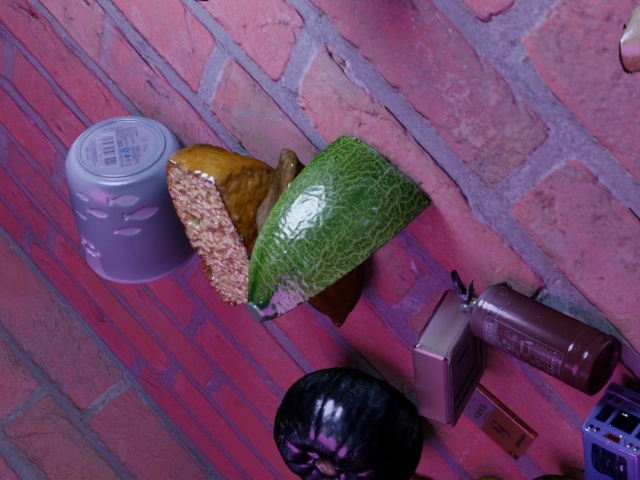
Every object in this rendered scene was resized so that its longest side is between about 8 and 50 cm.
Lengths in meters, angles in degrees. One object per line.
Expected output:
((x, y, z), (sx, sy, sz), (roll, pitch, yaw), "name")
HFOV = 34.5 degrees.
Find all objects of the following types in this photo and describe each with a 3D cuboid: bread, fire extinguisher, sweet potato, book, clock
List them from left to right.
((-0.140, -0.047, 1.919), (0.194, 0.179, 0.340), (12, 132, 47), "bread")
((-0.005, 0.012, 1.829), (0.157, 0.158, 0.370), (16, 147, 47), "sweet potato")
((0.217, 0.195, 1.716), (0.071, 0.147, 0.192), (17, 139, 25), "clock")
((0.309, 0.321, 1.880), (0.172, 0.012, 0.118), (41, 152, 17), "book")
((0.310, 0.129, 1.553), (0.269, 0.105, 0.105), (28, 145, 36), "fire extinguisher")

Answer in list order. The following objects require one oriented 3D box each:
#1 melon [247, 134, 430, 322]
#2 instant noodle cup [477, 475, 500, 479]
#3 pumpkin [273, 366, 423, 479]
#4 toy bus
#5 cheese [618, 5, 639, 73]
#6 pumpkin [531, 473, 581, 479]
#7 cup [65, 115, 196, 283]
((0.000, 0.000, 1.641), (0.196, 0.323, 0.124), (41, 171, 23), "melon")
((0.320, 0.555, 2.008), (0.182, 0.144, 0.182), (36, 149, 27), "instant noodle cup")
((0.060, 0.386, 2.100), (0.315, 0.238, 0.315), (19, 142, 16), "pumpkin")
((0.471, 0.360, 1.558), (0.125, 0.133, 0.292), (24, 142, 39), "toy bus")
((0.355, -0.220, 1.121), (0.060, 0.041, 0.084), (2, 118, 38), "cheese")
((0.452, 0.564, 1.723), (0.325, 0.242, 0.232), (57, 157, -15), "pumpkin")
((-0.342, -0.088, 2.131), (0.356, 0.259, 0.274), (7, 138, 10), "cup")
